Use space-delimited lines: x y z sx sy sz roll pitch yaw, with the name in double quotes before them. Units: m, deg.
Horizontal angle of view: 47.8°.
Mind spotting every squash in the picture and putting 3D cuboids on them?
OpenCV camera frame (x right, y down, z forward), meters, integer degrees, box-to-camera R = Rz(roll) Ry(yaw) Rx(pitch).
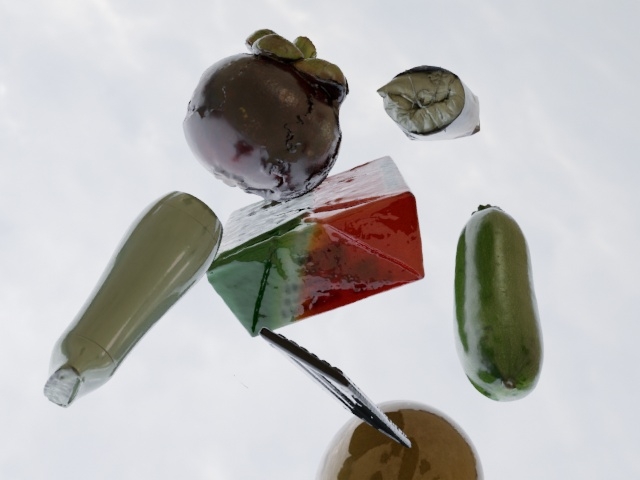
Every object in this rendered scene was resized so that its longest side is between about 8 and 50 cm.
"squash" 0.222 0.068 0.920 0.107 0.107 0.395 31 -148 -11

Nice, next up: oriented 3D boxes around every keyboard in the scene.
"keyboard" 0.005 0.133 0.661 0.103 0.041 0.381 27 172 28

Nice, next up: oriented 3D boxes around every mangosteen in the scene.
"mangosteen" -0.050 -0.135 0.754 0.166 0.180 0.166 24 177 1

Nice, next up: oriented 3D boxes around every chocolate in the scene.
"chocolate" 0.000 0.000 1.244 0.360 0.341 0.162 -90 -19 -74

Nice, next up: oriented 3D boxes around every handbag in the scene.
"handbag" 0.155 -0.181 1.007 0.173 0.117 0.095 9 -105 -69

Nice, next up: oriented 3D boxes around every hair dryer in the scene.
"hair dryer" -0.189 0.082 0.637 0.075 0.237 0.206 36 -132 -8

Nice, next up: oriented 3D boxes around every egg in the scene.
"egg" 0.114 0.376 1.085 0.250 0.250 0.322 47 -153 10
